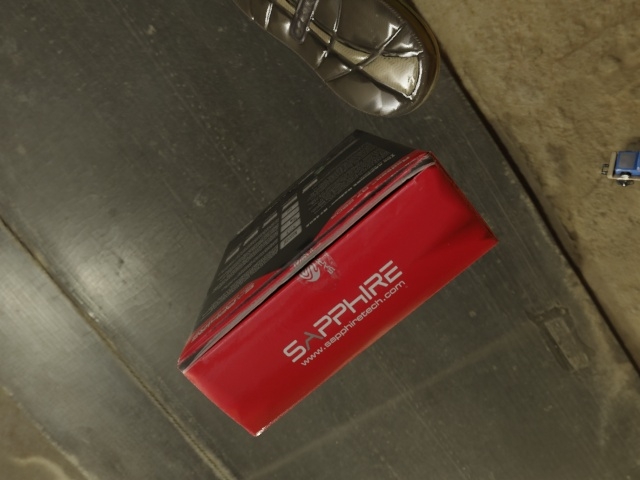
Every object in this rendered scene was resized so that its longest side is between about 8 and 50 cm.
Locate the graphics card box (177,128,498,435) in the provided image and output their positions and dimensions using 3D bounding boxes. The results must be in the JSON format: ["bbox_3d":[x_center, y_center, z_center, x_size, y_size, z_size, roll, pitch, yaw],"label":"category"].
[{"bbox_3d":[0.000,0.000,0.540,0.233,0.371,0.094,-41,104,6],"label":"graphics card box"}]

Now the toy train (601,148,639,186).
[{"bbox_3d":[0.311,-0.056,0.423,0.158,0.036,0.027,8,77,33],"label":"toy train"}]

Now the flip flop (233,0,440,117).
[{"bbox_3d":[0.003,-0.217,0.446,0.277,0.080,0.112,48,139,13],"label":"flip flop"}]
